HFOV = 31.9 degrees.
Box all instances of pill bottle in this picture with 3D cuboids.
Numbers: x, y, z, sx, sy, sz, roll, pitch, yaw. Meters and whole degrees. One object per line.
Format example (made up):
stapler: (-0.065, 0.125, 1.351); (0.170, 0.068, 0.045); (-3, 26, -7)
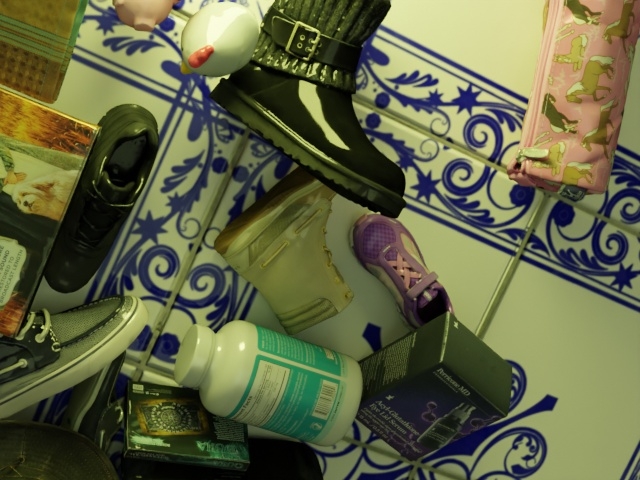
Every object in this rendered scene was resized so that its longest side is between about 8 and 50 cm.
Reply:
pill bottle: (-0.081, 0.207, 1.676); (0.264, 0.146, 0.146); (21, 96, -19)

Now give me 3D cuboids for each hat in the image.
hat: (-0.414, 0.403, 1.528); (0.331, 0.134, 0.331); (-2, 96, -23)

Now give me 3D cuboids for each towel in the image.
towel: (-0.404, -0.387, 1.411); (0.271, 0.040, 0.370); (23, 113, 1)

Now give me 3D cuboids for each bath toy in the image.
bath toy: (-0.235, -0.346, 1.482); (0.348, 0.129, 0.151); (46, 127, -9)

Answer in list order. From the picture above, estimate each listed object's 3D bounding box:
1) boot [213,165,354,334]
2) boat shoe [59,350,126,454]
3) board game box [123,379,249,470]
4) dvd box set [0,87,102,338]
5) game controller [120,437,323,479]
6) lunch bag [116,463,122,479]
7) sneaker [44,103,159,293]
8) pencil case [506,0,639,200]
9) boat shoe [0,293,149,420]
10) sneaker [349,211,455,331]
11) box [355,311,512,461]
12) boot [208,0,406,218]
boot: (0.000, 0.000, 1.677); (0.262, 0.095, 0.203); (-39, 110, -3)
boat shoe: (-0.330, 0.253, 1.652); (0.079, 0.084, 0.233); (16, 101, -28)
board game box: (-0.200, 0.277, 1.673); (0.186, 0.126, 0.026); (11, 133, -18)
dvd box set: (-0.539, -0.088, 1.462); (0.420, 0.062, 0.307); (23, 92, -8)
game controller: (-0.140, 0.363, 1.686); (0.319, 0.166, 0.067); (8, 121, -21)
lunch bag: (-0.239, 0.480, 1.716); (0.293, 0.138, 0.221); (27, 97, -11)
sneaker: (-0.309, -0.054, 1.555); (0.109, 0.130, 0.286); (22, 97, -23)
pencil case: (0.394, -0.261, 1.701); (0.160, 0.167, 0.386); (13, 101, 14)
boat shoe: (-0.420, 0.137, 1.566); (0.340, 0.127, 0.158); (-31, 117, -7)
sneaker: (0.136, 0.057, 1.727); (0.095, 0.104, 0.236); (-37, 109, -4)
box: (0.167, 0.227, 1.723); (0.153, 0.108, 0.207); (39, 129, -20)
boot: (0.034, -0.218, 1.543); (0.348, 0.131, 0.260); (38, 93, 17)
